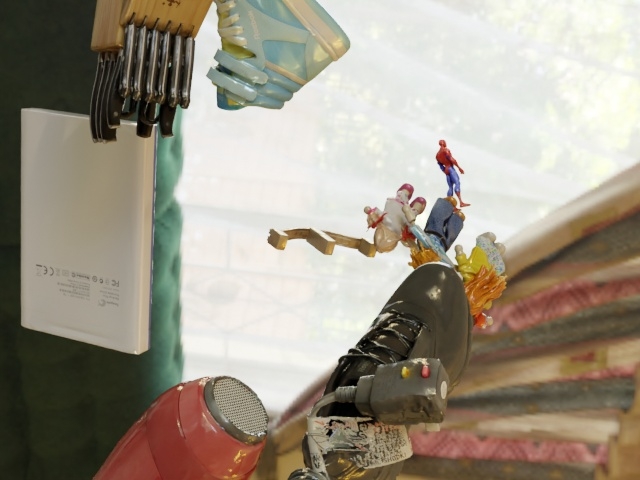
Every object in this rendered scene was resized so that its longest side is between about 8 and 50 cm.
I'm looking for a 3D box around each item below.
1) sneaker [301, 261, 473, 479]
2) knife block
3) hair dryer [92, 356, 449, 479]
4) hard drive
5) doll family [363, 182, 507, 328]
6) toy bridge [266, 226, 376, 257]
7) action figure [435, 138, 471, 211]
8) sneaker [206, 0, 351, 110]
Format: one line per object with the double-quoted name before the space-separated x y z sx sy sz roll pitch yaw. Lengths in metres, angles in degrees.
"sneaker" 0.072 0.135 1.033 0.286 0.109 0.130 -62 152 -24
"knife block" -0.207 -0.251 1.153 0.242 0.088 0.275 -54 -139 38
"hair dryer" -0.045 0.192 0.664 0.080 0.294 0.223 -62 146 -69
"hard drive" -0.329 -0.015 1.426 0.040 0.210 0.318 -23 120 -62
"doll family" 0.186 0.019 1.464 0.118 0.263 0.163 -37 -167 40
"toy bridge" 0.000 0.000 1.551 0.063 0.188 0.026 34 -66 52
"action figure" 0.202 -0.102 1.561 0.038 0.030 0.115 -36 -112 60
"sneaker" -0.122 -0.305 1.440 0.208 0.319 0.127 -48 -149 5
